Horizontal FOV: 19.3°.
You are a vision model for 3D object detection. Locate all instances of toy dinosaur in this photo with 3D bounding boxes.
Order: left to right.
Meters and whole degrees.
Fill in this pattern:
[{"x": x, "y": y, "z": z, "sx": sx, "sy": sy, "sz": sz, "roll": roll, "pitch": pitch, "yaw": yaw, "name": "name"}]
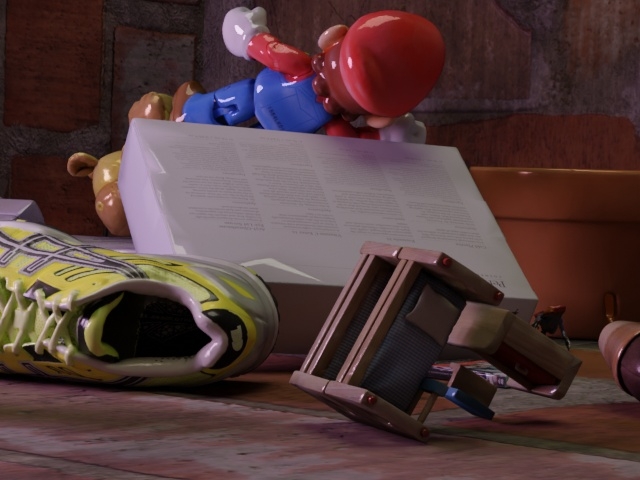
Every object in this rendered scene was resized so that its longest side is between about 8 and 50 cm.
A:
[{"x": 0.251, "y": 0.086, "z": 2.100, "sx": 0.047, "sy": 0.090, "sz": 0.082, "roll": 11, "pitch": -44, "yaw": -15, "name": "toy dinosaur"}]

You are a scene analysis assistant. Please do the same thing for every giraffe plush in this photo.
[{"x": -0.204, "y": -0.074, "z": 2.205, "sx": 0.170, "sy": 0.181, "sz": 0.210, "roll": -23, "pitch": 20, "yaw": 29, "name": "giraffe plush"}]

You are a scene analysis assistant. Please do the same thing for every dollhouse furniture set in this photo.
[{"x": 0.103, "y": 0.104, "z": 1.443, "sx": 0.183, "sy": 0.129, "sz": 0.129, "roll": 33, "pitch": -10, "yaw": -24, "name": "dollhouse furniture set"}]

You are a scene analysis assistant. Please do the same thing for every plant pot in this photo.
[{"x": 0.323, "y": 0.013, "z": 2.303, "sx": 0.290, "sy": 0.204, "sz": 0.291, "roll": 2, "pitch": 2, "yaw": 0, "name": "plant pot"}]

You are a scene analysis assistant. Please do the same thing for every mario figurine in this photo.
[{"x": 0.000, "y": -0.174, "z": 2.104, "sx": 0.320, "sy": 0.170, "sz": 0.198, "roll": -20, "pitch": -29, "yaw": 28, "name": "mario figurine"}]

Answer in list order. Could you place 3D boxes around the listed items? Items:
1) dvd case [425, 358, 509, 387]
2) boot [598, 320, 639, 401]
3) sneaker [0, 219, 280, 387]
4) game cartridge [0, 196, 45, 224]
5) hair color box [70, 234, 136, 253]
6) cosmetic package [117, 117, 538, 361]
[{"x": 0.157, "y": 0.125, "z": 1.789, "sx": 0.119, "sy": 0.013, "sz": 0.087, "roll": 3, "pitch": 3, "yaw": 44, "name": "dvd case"}, {"x": 0.373, "y": 0.121, "z": 1.578, "sx": 0.248, "sy": 0.090, "sz": 0.207, "roll": 2, "pitch": 14, "yaw": -18, "name": "boot"}, {"x": -0.233, "y": 0.056, "z": 1.666, "sx": 0.384, "sy": 0.145, "sz": 0.147, "roll": 0, "pitch": 2, "yaw": 6, "name": "sneaker"}, {"x": -0.504, "y": 0.022, "z": 2.104, "sx": 0.355, "sy": 0.068, "sz": 0.230, "roll": 3, "pitch": 28, "yaw": 33, "name": "game cartridge"}, {"x": -0.206, "y": 0.054, "z": 2.118, "sx": 0.173, "sy": 0.105, "sz": 0.347, "roll": 2, "pitch": 3, "yaw": -6, "name": "hair color box"}, {"x": 0.000, "y": 0.000, "z": 1.935, "sx": 0.377, "sy": 0.097, "sz": 0.284, "roll": 4, "pitch": 32, "yaw": -19, "name": "cosmetic package"}]
